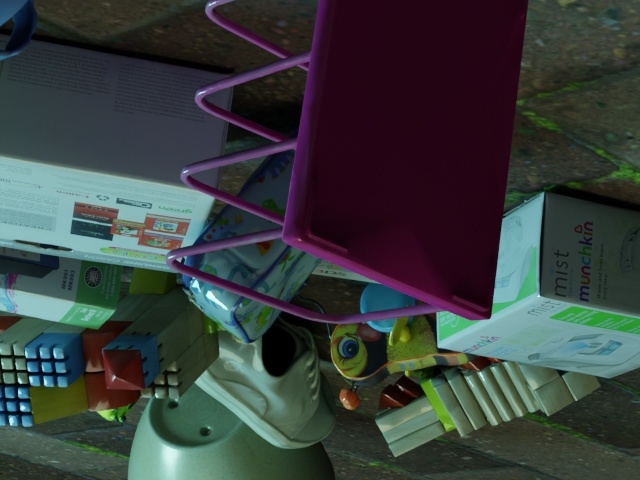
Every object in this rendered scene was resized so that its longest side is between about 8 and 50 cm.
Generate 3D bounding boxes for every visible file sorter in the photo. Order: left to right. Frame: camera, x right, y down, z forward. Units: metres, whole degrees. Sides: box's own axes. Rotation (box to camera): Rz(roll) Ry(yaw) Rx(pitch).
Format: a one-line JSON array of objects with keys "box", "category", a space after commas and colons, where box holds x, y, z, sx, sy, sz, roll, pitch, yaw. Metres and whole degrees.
[{"box": [0.016, -0.098, 1.308, 0.202, 0.291, 0.182, 23, 158, -40], "category": "file sorter"}]

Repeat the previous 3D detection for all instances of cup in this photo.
[{"box": [-0.158, 0.327, 2.630, 0.331, 0.331, 0.237, 1, 135, 16], "category": "cup"}]

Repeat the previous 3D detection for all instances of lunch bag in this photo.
[{"box": [-0.040, -0.007, 1.700, 0.090, 0.219, 0.176, 37, 172, 14], "category": "lunch bag"}]

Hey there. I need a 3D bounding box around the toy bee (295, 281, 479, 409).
[{"box": [0.081, 0.134, 2.149, 0.298, 0.162, 0.195, -5, 161, 31], "category": "toy bee"}]

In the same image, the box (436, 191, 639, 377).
[{"box": [0.288, 0.053, 1.907, 0.231, 0.127, 0.262, 11, 162, -19], "category": "box"}]

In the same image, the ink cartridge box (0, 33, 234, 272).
[{"box": [-0.260, -0.082, 1.676, 0.309, 0.130, 0.272, 10, 160, -8], "category": "ink cartridge box"}]

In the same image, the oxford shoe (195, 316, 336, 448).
[{"box": [-0.055, 0.175, 2.341, 0.130, 0.169, 0.449, -23, 152, 14], "category": "oxford shoe"}]

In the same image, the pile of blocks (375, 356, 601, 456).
[{"box": [0.219, 0.189, 2.389, 0.362, 0.149, 0.113, -20, 106, 35], "category": "pile of blocks"}]

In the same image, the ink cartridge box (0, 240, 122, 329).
[{"box": [-0.326, -0.002, 1.892, 0.212, 0.154, 0.093, 13, 160, -17], "category": "ink cartridge box"}]

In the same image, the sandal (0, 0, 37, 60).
[{"box": [-0.286, -0.217, 1.336, 0.138, 0.126, 0.317, 6, 170, -11], "category": "sandal"}]

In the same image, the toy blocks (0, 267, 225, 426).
[{"box": [-0.301, 0.133, 2.041, 0.381, 0.191, 0.261, 1, -163, 17], "category": "toy blocks"}]

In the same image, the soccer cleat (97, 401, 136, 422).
[{"box": [-0.361, 0.208, 2.659, 0.121, 0.093, 0.289, 32, 176, 23], "category": "soccer cleat"}]

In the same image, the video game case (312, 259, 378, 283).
[{"box": [0.000, 0.000, 1.995, 0.193, 0.023, 0.212, 8, 161, -5], "category": "video game case"}]
